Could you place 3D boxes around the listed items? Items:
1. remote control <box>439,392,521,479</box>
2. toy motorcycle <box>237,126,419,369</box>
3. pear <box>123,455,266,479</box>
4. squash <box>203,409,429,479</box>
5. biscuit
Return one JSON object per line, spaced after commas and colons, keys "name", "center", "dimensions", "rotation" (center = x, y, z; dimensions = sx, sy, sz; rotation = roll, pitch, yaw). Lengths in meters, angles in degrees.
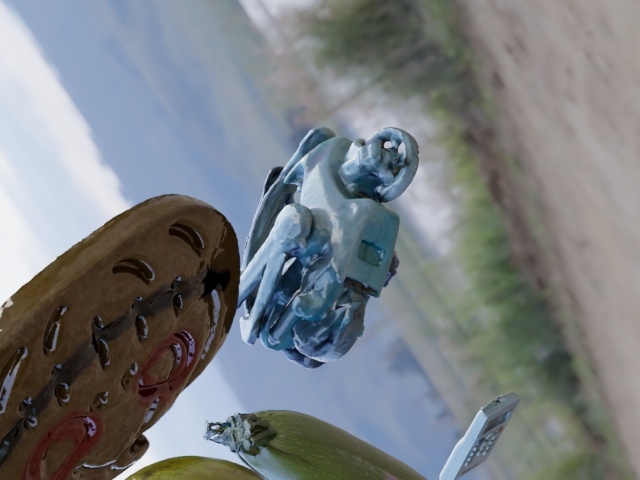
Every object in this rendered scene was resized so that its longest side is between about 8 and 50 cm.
{"name": "remote control", "center": [0.186, 0.235, 2.366], "dimensions": [0.029, 0.061, 0.162], "rotation": [47, 143, 21]}
{"name": "toy motorcycle", "center": [0.000, 0.000, 2.092], "dimensions": [0.154, 0.260, 0.206], "rotation": [25, 169, -38]}
{"name": "pear", "center": [-0.102, 0.263, 1.572], "dimensions": [0.200, 0.200, 0.200], "rotation": [56, -179, -1]}
{"name": "squash", "center": [0.008, 0.135, 1.151], "dimensions": [0.183, 0.052, 0.052], "rotation": [30, -165, -33]}
{"name": "biscuit", "center": [-0.205, 0.125, 1.887], "dimensions": [0.063, 0.367, 0.314], "rotation": [30, 143, 29]}
